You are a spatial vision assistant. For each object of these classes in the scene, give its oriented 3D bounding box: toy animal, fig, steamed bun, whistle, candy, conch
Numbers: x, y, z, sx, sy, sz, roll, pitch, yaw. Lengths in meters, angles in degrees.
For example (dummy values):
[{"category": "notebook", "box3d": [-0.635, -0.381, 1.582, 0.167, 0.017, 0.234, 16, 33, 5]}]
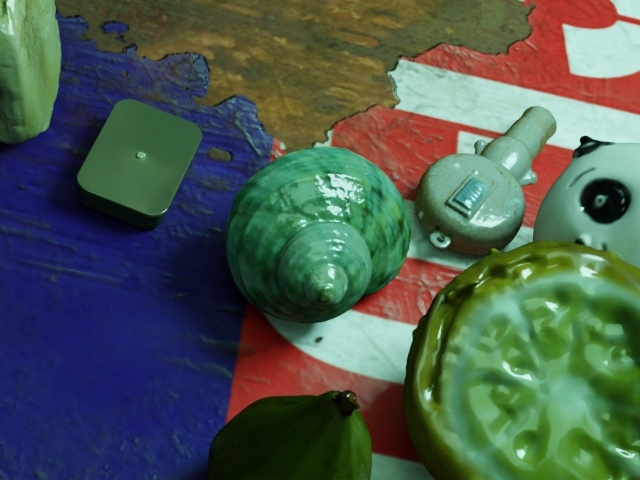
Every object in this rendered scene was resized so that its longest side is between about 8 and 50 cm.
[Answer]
[{"category": "toy animal", "box3d": [0.309, 0.015, 1.717, 0.235, 0.187, 0.165, 32, 25, 6]}, {"category": "fig", "box3d": [-0.019, 0.183, 1.503, 0.133, 0.185, 0.126, 20, 79, -8]}, {"category": "steamed bun", "box3d": [-0.331, -0.181, 1.718, 0.155, 0.172, 0.140, 2, 39, 9]}, {"category": "whistle", "box3d": [0.167, -0.061, 1.815, 0.107, 0.057, 0.220, 34, 50, 12]}, {"category": "candy", "box3d": [0.196, 0.128, 1.592, 0.260, 0.118, 0.259, -1, 76, 4]}, {"category": "conch", "box3d": [0.002, -0.003, 1.687, 0.176, 0.122, 0.188, 36, 52, -19]}]

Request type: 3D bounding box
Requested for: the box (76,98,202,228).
[{"category": "box", "box3d": [-0.170, -0.071, 1.745, 0.091, 0.031, 0.126, 20, 50, 0]}]
